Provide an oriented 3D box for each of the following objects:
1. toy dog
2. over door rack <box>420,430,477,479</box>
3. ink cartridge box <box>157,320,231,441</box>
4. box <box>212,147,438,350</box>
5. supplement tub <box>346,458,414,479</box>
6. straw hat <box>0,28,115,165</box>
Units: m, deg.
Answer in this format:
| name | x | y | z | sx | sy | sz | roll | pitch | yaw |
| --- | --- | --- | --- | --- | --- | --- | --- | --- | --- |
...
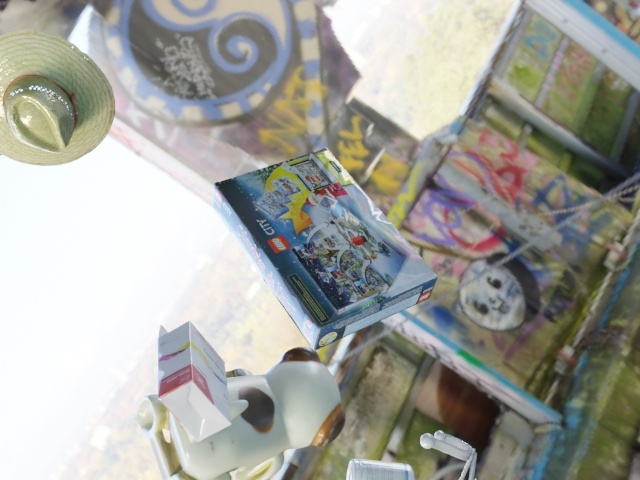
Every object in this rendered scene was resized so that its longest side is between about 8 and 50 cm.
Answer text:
| name | x | y | z | sx | sy | sz | roll | pitch | yaw |
| --- | --- | --- | --- | --- | --- | --- | --- | --- | --- |
| toy dog | -0.154 | 0.374 | 1.688 | 0.408 | 0.284 | 0.395 | -12 | -34 | -31 |
| over door rack | 0.151 | 0.405 | 1.067 | 0.324 | 0.108 | 0.239 | 53 | -121 | -88 |
| ink cartridge box | -0.208 | 0.214 | 1.261 | 0.067 | 0.115 | 0.198 | -30 | 31 | 5 |
| box | 0.000 | 0.000 | 0.887 | 0.159 | 0.233 | 0.044 | -21 | -34 | -26 |
| supplement tub | 0.104 | 0.419 | 1.340 | 0.071 | 0.107 | 0.070 | -171 | 90 | -83 |
| straw hat | -0.261 | -0.116 | 0.717 | 0.144 | 0.145 | 0.061 | -52 | 35 | 20 |
